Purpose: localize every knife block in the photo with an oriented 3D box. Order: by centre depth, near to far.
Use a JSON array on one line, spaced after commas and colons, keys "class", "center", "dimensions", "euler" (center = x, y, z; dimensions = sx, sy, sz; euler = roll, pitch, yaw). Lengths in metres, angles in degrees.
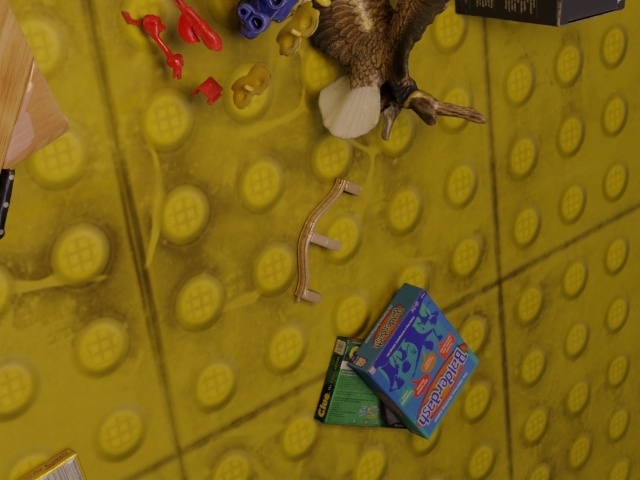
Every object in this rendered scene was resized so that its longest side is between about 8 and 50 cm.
[{"class": "knife block", "center": [-0.400, -0.117, 1.122], "dimensions": [0.242, 0.088, 0.275], "euler": [-38, 126, -27]}]

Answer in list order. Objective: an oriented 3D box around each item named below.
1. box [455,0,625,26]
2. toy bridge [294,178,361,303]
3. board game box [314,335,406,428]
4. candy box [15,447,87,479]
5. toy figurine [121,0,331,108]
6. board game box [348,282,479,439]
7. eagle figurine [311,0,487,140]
[{"class": "box", "center": [0.321, -0.388, 1.591], "dimensions": [0.153, 0.207, 0.108], "euler": [-21, 116, -36]}, {"class": "toy bridge", "center": [0.000, 0.000, 1.555], "dimensions": [0.063, 0.026, 0.188], "euler": [21, 89, -41]}, {"class": "board game box", "center": [0.107, 0.231, 1.722], "dimensions": [0.260, 0.030, 0.136], "euler": [14, 96, -43]}, {"class": "candy box", "center": [-0.330, 0.374, 1.381], "dimensions": [0.105, 0.027, 0.205], "euler": [-31, 122, -33]}, {"class": "toy figurine", "center": [-0.043, -0.350, 1.295], "dimensions": [0.191, 0.362, 0.217], "euler": [40, 31, -5]}, {"class": "board game box", "center": [0.151, 0.191, 1.696], "dimensions": [0.160, 0.047, 0.210], "euler": [-55, 131, -17]}, {"class": "eagle figurine", "center": [0.092, -0.298, 1.426], "dimensions": [0.226, 0.225, 0.298], "euler": [-9, 133, 3]}]
